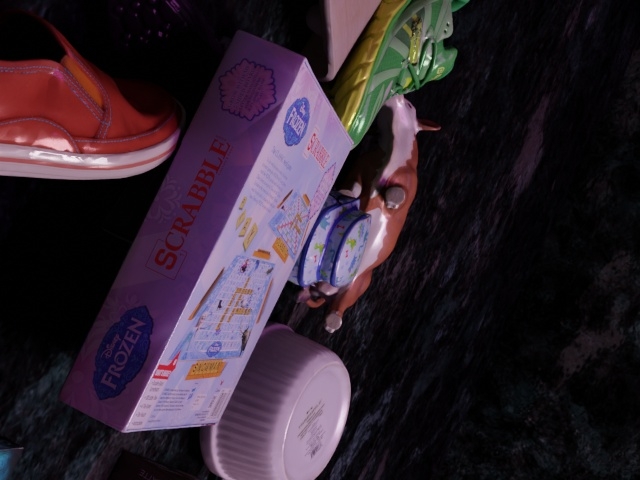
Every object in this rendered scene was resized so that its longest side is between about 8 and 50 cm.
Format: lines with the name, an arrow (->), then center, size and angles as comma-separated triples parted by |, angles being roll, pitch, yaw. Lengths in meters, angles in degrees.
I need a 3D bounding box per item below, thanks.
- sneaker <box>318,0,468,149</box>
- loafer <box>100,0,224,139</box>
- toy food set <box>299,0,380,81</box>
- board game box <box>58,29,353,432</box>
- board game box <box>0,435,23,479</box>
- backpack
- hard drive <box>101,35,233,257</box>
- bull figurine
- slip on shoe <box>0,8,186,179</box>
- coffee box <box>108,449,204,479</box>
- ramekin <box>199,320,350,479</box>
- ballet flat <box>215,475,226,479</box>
sneaker -> 0.090, -0.209, 1.394 | 0.109, 0.123, 0.295 | -23, -147, 59
loafer -> -0.126, -0.164, 1.048 | 0.223, 0.076, 0.078 | 63, 18, -58
toy food set -> 0.025, -0.319, 1.234 | 0.220, 0.092, 0.306 | -59, 168, -17
board game box -> -0.083, 0.010, 1.099 | 0.318, 0.066, 0.319 | -64, 170, -4
board game box -> -0.333, 0.258, 1.068 | 0.186, 0.026, 0.126 | -66, 161, 3
backpack -> 0.000, 0.000, 1.338 | 0.114, 0.084, 0.105 | -17, 127, -61
hard drive -> -0.088, -0.032, 1.295 | 0.237, 0.064, 0.339 | -60, 159, -16
bull figurine -> 0.054, -0.035, 1.560 | 0.188, 0.101, 0.310 | -51, 163, -69
slip on shoe -> -0.195, -0.105, 0.869 | 0.331, 0.123, 0.101 | -5, 114, -62
coffee box -> -0.151, 0.333, 1.452 | 0.098, 0.141, 0.246 | -61, 159, -9
ramekin -> -0.048, 0.212, 1.564 | 0.207, 0.109, 0.207 | -40, 138, -49
ballet flat -> -0.116, 0.365, 1.665 | 0.077, 0.079, 0.221 | 4, 109, -68
